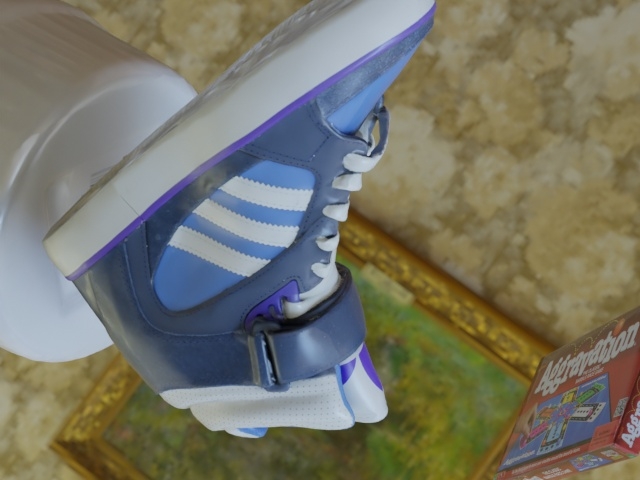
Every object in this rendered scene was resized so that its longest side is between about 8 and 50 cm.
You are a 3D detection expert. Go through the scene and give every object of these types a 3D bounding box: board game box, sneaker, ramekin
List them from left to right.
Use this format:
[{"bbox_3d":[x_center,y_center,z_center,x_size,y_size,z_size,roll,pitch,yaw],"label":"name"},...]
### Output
[{"bbox_3d":[-0.208,-0.040,1.014,0.135,0.277,0.277,26,173,30],"label":"ramekin"},{"bbox_3d":[0.000,0.000,0.826,0.236,0.322,0.130,49,-155,-13],"label":"sneaker"},{"bbox_3d":[0.237,0.144,1.162,0.027,0.145,0.281,28,159,-3],"label":"board game box"}]
